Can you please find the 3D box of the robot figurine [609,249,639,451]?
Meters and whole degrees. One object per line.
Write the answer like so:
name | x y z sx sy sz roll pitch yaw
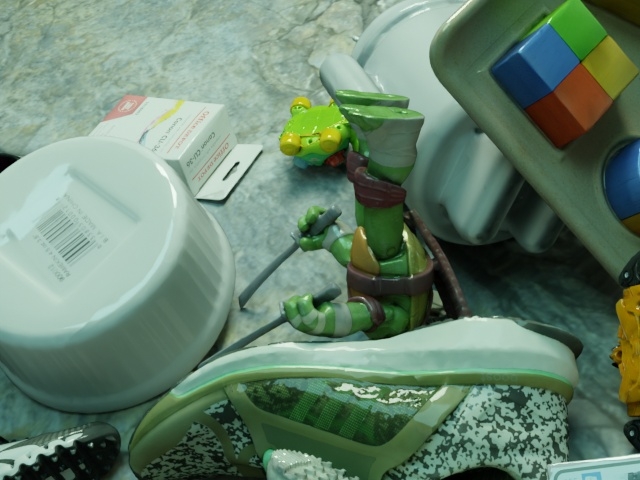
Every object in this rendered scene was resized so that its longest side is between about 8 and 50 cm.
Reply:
robot figurine | 0.335 0.077 0.848 0.085 0.291 0.211 9 75 -23

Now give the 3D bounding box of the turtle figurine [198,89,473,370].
turtle figurine | 0.000 0.000 1.010 0.275 0.266 0.198 14 18 27

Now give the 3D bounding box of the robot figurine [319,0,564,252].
robot figurine | 0.146 -0.134 1.170 0.300 0.199 0.353 11 31 -28

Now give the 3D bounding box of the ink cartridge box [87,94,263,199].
ink cartridge box | -0.185 -0.117 1.375 0.198 0.067 0.115 9 47 28

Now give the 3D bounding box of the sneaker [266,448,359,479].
sneaker | 0.057 0.290 0.825 0.293 0.102 0.146 30 95 20

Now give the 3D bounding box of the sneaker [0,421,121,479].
sneaker | -0.305 0.218 1.044 0.234 0.078 0.106 -28 44 -8

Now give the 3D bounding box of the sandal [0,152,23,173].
sandal | -0.425 -0.037 1.345 0.446 0.107 0.167 4 47 23

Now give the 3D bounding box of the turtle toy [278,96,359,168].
turtle toy | 0.013 -0.123 1.310 0.130 0.066 0.095 -3 43 17

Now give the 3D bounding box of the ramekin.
ramekin | -0.237 0.025 1.137 0.277 0.135 0.277 -6 58 9

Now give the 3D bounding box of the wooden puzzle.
wooden puzzle | 0.306 -0.144 1.031 0.322 0.348 0.080 -45 11 -28

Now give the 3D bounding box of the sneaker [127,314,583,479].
sneaker | 0.025 0.184 0.927 0.411 0.158 0.182 -13 58 14

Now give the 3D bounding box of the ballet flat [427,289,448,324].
ballet flat | 0.097 0.059 1.101 0.114 0.041 0.041 19 53 36

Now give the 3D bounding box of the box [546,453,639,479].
box | 0.310 0.200 0.757 0.290 0.169 0.087 -9 60 9
